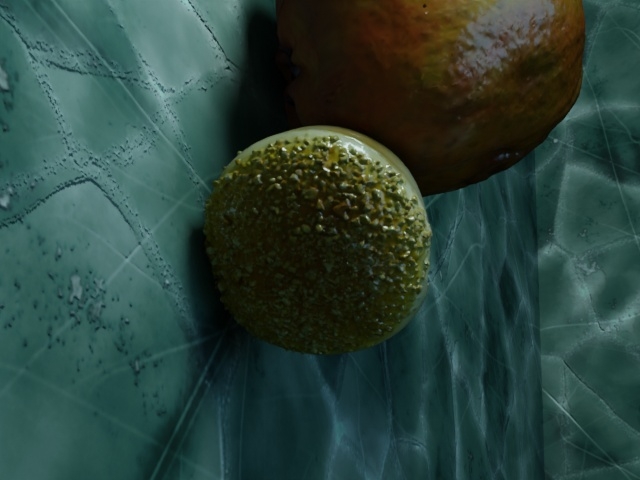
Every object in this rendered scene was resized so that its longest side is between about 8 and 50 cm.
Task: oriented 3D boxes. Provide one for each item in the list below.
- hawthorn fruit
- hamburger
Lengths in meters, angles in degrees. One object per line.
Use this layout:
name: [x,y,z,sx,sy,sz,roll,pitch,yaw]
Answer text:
hawthorn fruit: [0.151,-0.265,1.473,0.472,0.471,0.472,-8,90,-66]
hamburger: [0.000,0.000,1.286,0.170,0.302,0.302,-69,144,-62]
